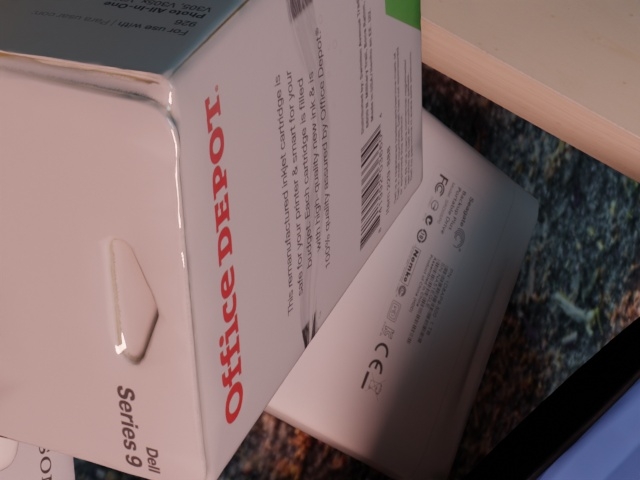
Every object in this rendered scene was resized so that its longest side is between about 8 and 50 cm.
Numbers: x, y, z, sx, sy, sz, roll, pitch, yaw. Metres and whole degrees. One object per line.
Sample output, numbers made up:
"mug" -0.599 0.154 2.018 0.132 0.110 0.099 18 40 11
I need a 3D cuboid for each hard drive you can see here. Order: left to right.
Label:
"hard drive" 0.000 0.000 1.011 0.353 0.047 0.233 34 71 -41

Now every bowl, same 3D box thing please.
"bowl" 0.164 0.152 0.990 0.077 0.391 0.391 46 56 6

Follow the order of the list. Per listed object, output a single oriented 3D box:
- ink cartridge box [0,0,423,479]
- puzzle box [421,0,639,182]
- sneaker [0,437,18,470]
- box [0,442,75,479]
"ink cartridge box" -0.051 -0.055 0.744 0.289 0.121 0.211 -53 148 -51
"puzzle box" 0.199 -0.185 0.994 0.409 0.052 0.272 31 67 5
"sneaker" -0.206 0.025 0.710 0.121 0.079 0.217 -17 111 -42
"box" -0.270 0.068 0.752 0.322 0.058 0.232 -13 104 -44
